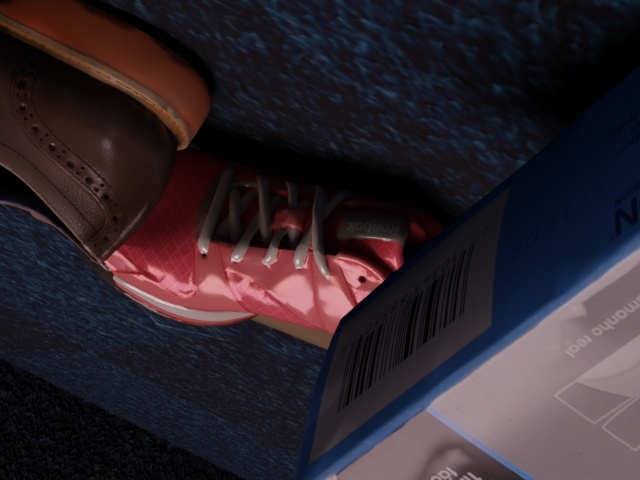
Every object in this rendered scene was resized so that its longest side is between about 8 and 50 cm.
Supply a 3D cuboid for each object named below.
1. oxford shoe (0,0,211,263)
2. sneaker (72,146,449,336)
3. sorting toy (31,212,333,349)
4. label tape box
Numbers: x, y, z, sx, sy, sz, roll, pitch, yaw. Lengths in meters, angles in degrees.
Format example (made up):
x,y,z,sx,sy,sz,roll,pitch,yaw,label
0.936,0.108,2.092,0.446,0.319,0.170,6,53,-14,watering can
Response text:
x,y,z,sx,sy,sz,roll,pitch,yaw,label
-0.252,-0.099,0.711,0.364,0.132,0.130,21,164,12,oxford shoe
0.001,0.000,0.763,0.314,0.115,0.136,20,154,-9,sneaker
-0.056,0.036,0.995,0.229,0.041,0.307,23,177,35,sorting toy
0.202,0.097,0.495,0.348,0.115,0.249,35,129,-13,label tape box
